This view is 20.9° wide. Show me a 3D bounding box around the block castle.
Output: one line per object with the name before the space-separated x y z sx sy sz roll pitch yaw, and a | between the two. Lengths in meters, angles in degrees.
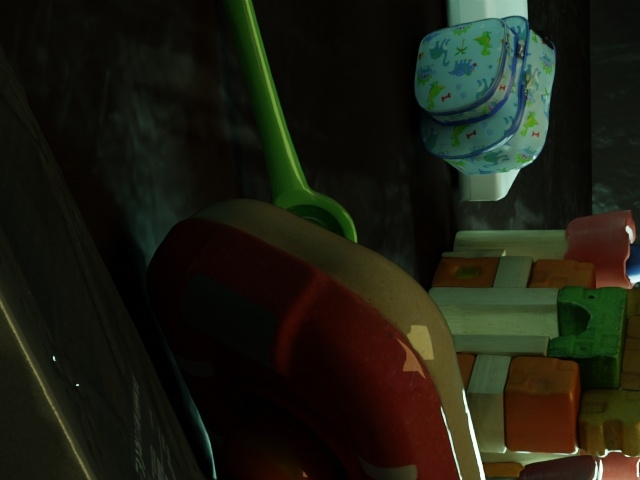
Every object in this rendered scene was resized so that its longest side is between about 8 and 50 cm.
block castle | 0.197 0.190 1.398 0.453 0.212 0.303 -65 150 -59

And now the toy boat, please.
toy boat | -0.021 0.104 0.774 0.151 0.151 0.231 -47 143 -25

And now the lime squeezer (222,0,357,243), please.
lime squeezer | 0.000 0.000 0.961 0.310 0.058 0.110 70 24 -50

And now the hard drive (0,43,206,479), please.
hard drive | -0.086 0.017 0.450 0.172 0.054 0.255 -112 179 -71

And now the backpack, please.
backpack | 0.124 -0.114 1.363 0.084 0.105 0.114 26 63 -49

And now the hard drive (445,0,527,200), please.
hard drive | 0.152 -0.236 1.579 0.233 0.047 0.353 -48 136 -69
